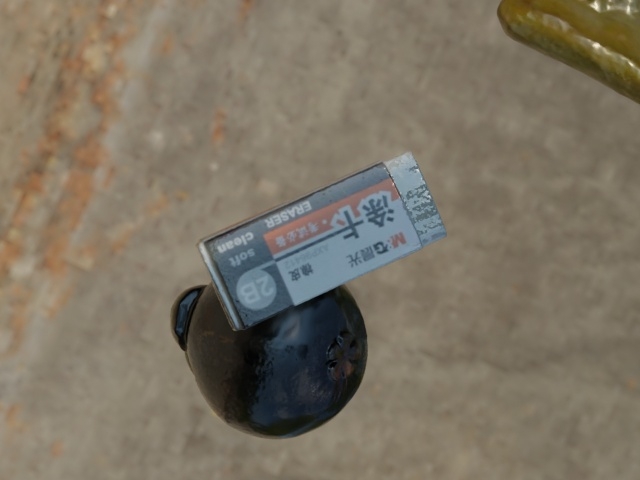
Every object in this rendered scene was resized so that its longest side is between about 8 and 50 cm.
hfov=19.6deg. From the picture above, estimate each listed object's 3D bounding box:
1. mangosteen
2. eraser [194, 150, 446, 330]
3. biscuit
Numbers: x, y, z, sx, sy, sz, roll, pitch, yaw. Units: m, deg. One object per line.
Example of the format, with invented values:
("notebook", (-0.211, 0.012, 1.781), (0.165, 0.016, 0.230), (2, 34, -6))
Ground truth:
("mangosteen", (-0.043, 0.072, 1.297), (0.137, 0.151, 0.137), (-14, 109, -48))
("eraser", (0.000, 0.000, 0.956), (0.122, 0.052, 0.029), (-23, -178, -9))
("biscuit", (0.220, -0.164, 1.204), (0.039, 0.183, 0.174), (121, -7, -71))
